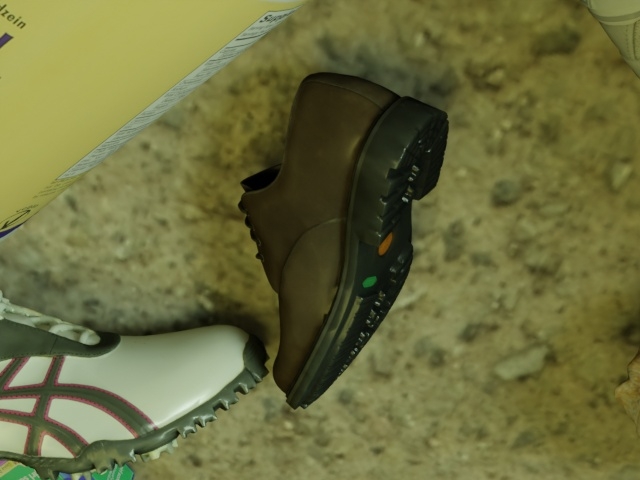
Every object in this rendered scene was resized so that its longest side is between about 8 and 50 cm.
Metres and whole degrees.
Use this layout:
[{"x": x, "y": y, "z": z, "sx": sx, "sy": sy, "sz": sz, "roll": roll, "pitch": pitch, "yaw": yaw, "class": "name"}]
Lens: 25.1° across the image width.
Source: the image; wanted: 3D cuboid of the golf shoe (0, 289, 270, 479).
[{"x": -0.167, "y": 0.083, "z": 0.852, "sx": 0.272, "sy": 0.105, "sz": 0.120, "roll": -15, "pitch": 99, "yaw": -4, "class": "golf shoe"}]

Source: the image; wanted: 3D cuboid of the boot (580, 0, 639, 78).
[{"x": 0.255, "y": -0.132, "z": 0.650, "sx": 0.258, "sy": 0.095, "sz": 0.123, "roll": -19, "pitch": 125, "yaw": 33, "class": "boot"}]

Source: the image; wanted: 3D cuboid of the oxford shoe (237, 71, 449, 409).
[{"x": 0.000, "y": 0.000, "z": 0.805, "sx": 0.096, "sy": 0.083, "sz": 0.227, "roll": 28, "pitch": 130, "yaw": 17, "class": "oxford shoe"}]

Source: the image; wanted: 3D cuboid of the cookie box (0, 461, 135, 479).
[{"x": -0.193, "y": 0.149, "z": 0.960, "sx": 0.092, "sy": 0.040, "sz": 0.107, "roll": -28, "pitch": 116, "yaw": 26, "class": "cookie box"}]

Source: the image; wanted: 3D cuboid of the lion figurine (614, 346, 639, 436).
[{"x": 0.370, "y": 0.066, "z": 0.740, "sx": 0.392, "sy": 0.142, "sz": 0.240, "roll": -34, "pitch": 84, "yaw": 14, "class": "lion figurine"}]

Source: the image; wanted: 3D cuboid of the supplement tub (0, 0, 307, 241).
[{"x": -0.123, "y": -0.160, "z": 0.603, "sx": 0.331, "sy": 0.241, "sz": 0.241, "roll": -34, "pitch": 112, "yaw": 30, "class": "supplement tub"}]
